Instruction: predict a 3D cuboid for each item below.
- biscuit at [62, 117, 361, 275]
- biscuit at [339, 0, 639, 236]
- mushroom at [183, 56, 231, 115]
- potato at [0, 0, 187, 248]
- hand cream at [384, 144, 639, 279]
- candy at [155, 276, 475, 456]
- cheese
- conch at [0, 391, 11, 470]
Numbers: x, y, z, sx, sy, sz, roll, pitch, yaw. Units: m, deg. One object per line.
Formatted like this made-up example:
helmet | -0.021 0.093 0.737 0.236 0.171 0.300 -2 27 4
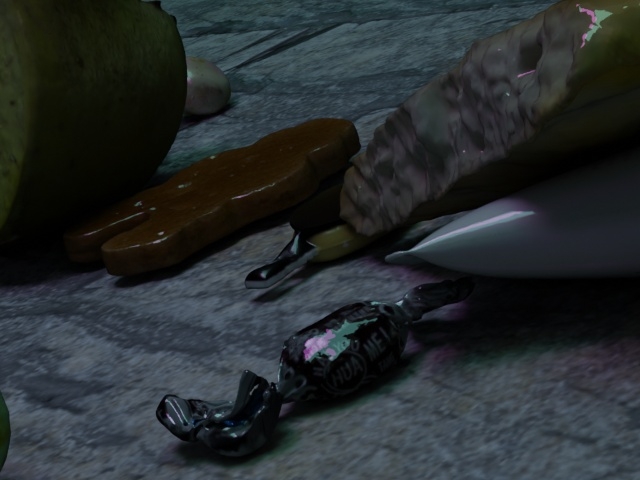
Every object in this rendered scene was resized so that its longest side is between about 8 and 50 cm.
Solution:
biscuit | -0.090 -0.040 1.478 0.295 0.044 0.186 -26 23 -25
biscuit | 0.252 -0.121 1.104 0.446 0.104 0.429 -15 -8 -10
mushroom | -0.149 -0.181 1.922 0.084 0.067 0.083 14 33 -9
potato | -0.245 -0.096 1.577 0.280 0.212 0.330 -8 -21 -43
hand cream | 0.234 -0.020 1.027 0.359 0.118 0.185 -13 -4 21
candy | 0.001 0.074 1.039 0.226 0.051 0.094 -25 16 -24
cheese | 0.000 -0.001 1.288 0.086 0.036 0.162 4 26 42
conch | -0.301 0.130 1.030 0.137 0.143 0.251 22 -26 -38
